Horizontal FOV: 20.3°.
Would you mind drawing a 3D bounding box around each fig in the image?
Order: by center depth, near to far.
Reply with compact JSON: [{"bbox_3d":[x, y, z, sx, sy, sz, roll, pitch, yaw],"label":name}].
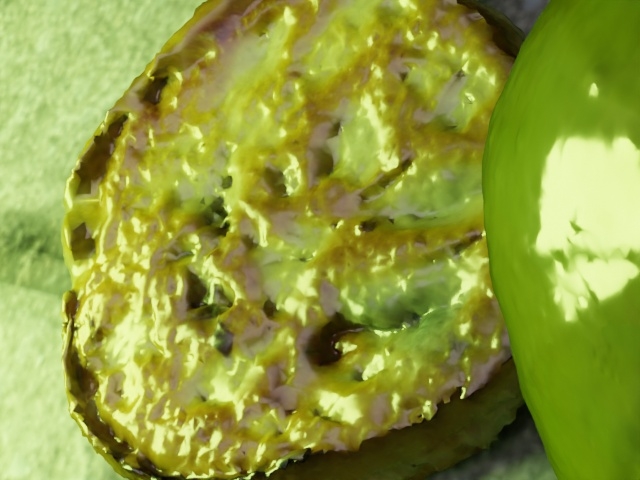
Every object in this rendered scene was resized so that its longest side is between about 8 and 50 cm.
[{"bbox_3d":[0.207,-0.003,0.646,0.343,0.343,0.343,-14,61,26],"label":"fig"}]

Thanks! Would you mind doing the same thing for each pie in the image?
[{"bbox_3d":[0.000,0.000,0.935,0.315,0.092,0.315,-10,67,25],"label":"pie"}]
